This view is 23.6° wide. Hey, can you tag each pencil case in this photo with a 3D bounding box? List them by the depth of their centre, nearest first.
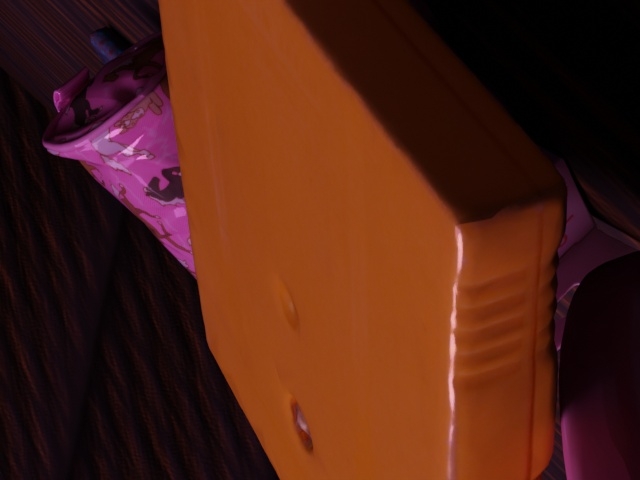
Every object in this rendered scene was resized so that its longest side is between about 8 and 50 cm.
[{"bbox_3d":[-0.069,-0.014,1.363,0.386,0.167,0.160,48,-153,-26],"label":"pencil case"}]

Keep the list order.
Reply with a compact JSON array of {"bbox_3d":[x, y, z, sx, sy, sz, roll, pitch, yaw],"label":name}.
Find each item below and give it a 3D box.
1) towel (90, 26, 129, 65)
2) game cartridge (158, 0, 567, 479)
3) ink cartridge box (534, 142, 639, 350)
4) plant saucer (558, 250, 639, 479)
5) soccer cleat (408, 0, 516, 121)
[{"bbox_3d":[-0.090,-0.063,1.658,0.370,0.040,0.271,44,172,15],"label":"towel"},{"bbox_3d":[0.008,0.019,0.634,0.324,0.052,0.285,88,157,-43],"label":"game cartridge"},{"bbox_3d":[0.069,-0.011,0.813,0.181,0.104,0.061,35,165,46],"label":"ink cartridge box"},{"bbox_3d":[0.201,0.150,0.581,0.332,0.084,0.332,46,-150,-36],"label":"plant saucer"},{"bbox_3d":[0.024,-0.101,0.722,0.196,0.068,0.076,48,180,-33],"label":"soccer cleat"}]
